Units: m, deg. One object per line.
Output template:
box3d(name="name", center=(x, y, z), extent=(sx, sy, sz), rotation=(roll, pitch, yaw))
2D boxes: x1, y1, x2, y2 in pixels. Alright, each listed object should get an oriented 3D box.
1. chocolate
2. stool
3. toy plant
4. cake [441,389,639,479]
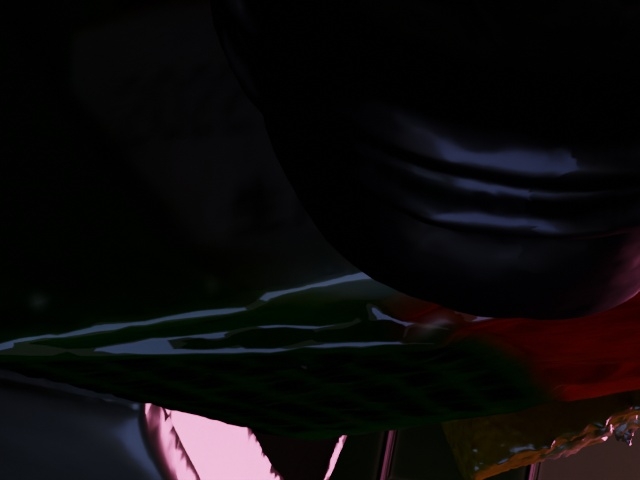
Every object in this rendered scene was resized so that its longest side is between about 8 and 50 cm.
box3d(name="chocolate", center=(0.064, -0.019, 0.830), extent=(0.341, 0.161, 0.360), rotation=(-10, 167, 17))
box3d(name="stool", center=(-0.091, 0.048, 1.131), extent=(0.170, 0.270, 0.244), rotation=(8, 142, 23))
box3d(name="toy plant", center=(0.064, -0.093, 0.523), extent=(0.218, 0.175, 0.235), rotation=(16, 137, 13))
box3d(name="cake", center=(0.200, 0.073, 1.406), extent=(0.260, 0.156, 0.179), rotation=(-18, 171, -9))
